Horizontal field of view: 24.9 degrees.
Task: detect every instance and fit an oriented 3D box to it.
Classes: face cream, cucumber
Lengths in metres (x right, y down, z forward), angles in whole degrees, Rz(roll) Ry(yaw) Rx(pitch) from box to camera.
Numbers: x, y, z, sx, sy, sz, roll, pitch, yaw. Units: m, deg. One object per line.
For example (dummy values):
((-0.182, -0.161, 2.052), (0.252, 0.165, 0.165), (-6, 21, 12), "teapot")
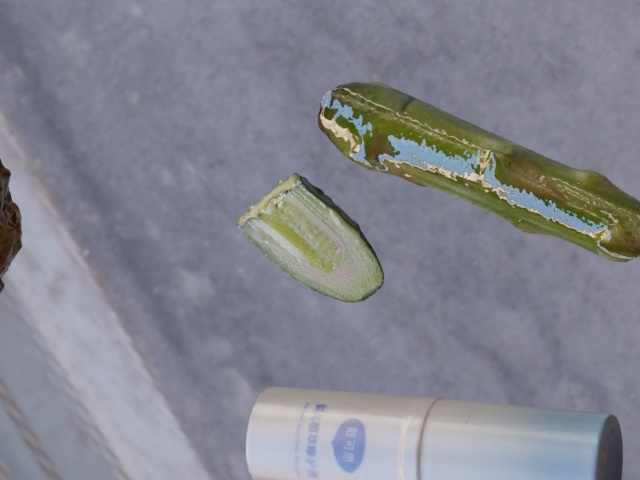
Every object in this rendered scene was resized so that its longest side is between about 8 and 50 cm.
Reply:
((0.076, 0.146, 0.992), (0.250, 0.077, 0.077), (1, 128, 24), "face cream")
((0.000, 0.000, 1.048), (0.067, 0.035, 0.107), (-38, 111, 23), "cucumber")

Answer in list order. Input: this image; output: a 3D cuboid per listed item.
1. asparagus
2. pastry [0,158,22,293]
((0.158, -0.060, 1.308), (0.343, 0.082, 0.085), (23, 173, 18), "asparagus")
((-0.347, -0.006, 1.090), (0.235, 0.240, 0.132), (83, 177, -46), "pastry")
